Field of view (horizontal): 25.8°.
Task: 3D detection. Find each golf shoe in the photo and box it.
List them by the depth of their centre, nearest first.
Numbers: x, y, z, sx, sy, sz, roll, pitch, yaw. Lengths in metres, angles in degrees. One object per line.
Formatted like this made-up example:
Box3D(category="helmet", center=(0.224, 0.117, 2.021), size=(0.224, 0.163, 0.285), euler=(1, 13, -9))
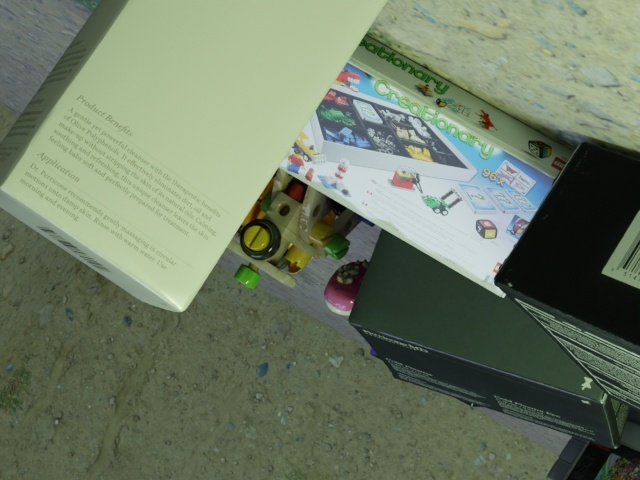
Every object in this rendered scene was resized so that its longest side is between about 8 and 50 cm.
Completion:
Box3D(category="golf shoe", center=(0.102, 0.101, 2.220), size=(0.115, 0.140, 0.306), euler=(33, -156, 29))

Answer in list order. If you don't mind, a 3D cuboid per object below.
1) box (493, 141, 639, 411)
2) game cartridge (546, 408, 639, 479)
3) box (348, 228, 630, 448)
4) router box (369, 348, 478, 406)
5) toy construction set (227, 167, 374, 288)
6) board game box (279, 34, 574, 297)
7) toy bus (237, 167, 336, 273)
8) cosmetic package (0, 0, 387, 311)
Box3D(category="box", center=(0.380, 0.079, 1.364), size=(0.296, 0.183, 0.294), euler=(26, 169, 43))
Box3D(category="game cartridge", center=(0.459, 0.291, 1.933), size=(0.068, 0.230, 0.355), euler=(40, 172, -17))
Box3D(category="box", center=(0.251, 0.118, 1.865), size=(0.343, 0.179, 0.312), euler=(17, 167, 19))
Box3D(category="router box", center=(0.277, 0.209, 2.418), size=(0.308, 0.081, 0.243), euler=(7, -168, -46))
Box3D(category="toy construction set", center=(0.000, 0.000, 2.052), size=(0.308, 0.237, 0.257), euler=(31, 171, -2))
Box3D(category="board game box", center=(0.106, -0.086, 1.503), size=(0.305, 0.053, 0.193), euler=(31, 136, 8))
Box3D(category="toy bus", center=(-0.086, -0.062, 2.396), size=(0.220, 0.149, 0.211), euler=(34, -173, -1))
Box3D(category="cosmetic package", center=(-0.114, -0.143, 1.224), size=(0.197, 0.366, 0.155), euler=(37, 168, -20))
